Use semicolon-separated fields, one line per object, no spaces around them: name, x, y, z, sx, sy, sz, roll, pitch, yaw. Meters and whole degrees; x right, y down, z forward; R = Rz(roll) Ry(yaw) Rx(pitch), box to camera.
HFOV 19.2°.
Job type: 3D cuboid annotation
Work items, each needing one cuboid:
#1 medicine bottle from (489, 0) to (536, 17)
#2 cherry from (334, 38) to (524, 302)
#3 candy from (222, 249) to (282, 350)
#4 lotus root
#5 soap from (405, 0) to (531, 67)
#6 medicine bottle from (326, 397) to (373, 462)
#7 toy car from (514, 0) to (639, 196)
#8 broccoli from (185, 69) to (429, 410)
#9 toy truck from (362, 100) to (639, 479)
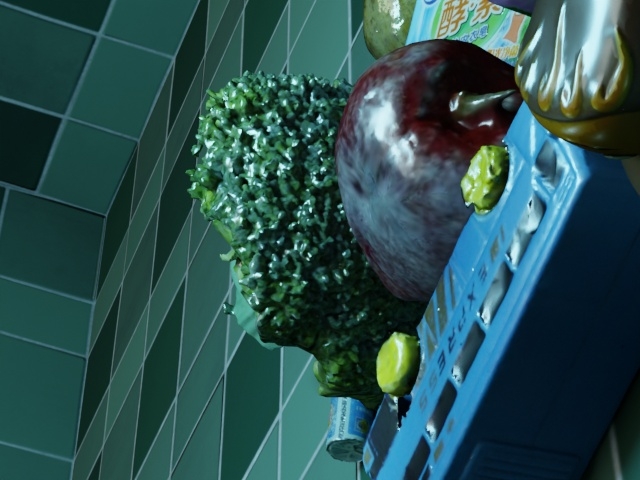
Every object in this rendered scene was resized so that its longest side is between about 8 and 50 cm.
medicine bottle;0.196;-0.272;1.464;0.212;0.325;0.212;-164;90;-75
cherry;0.118;-0.056;1.737;0.203;0.230;0.300;-31;-27;-34
candy;0.030;-0.086;2.308;0.263;0.172;0.398;-38;17;51
lotus root;0.108;-0.279;2.177;0.138;0.138;0.214;153;111;-71
soap;0.178;-0.206;1.859;0.293;0.077;0.156;-4;68;58
medicine bottle;0.039;0.155;2.126;0.051;0.051;0.191;125;159;-50
toy car;0.277;-0.174;1.216;0.271;0.240;0.340;-121;46;-69
broccoli;0.017;-0.012;1.975;0.249;0.375;0.302;-32;-5;0
toy truck;0.173;0.068;1.525;0.385;0.161;0.162;-66;27;22
